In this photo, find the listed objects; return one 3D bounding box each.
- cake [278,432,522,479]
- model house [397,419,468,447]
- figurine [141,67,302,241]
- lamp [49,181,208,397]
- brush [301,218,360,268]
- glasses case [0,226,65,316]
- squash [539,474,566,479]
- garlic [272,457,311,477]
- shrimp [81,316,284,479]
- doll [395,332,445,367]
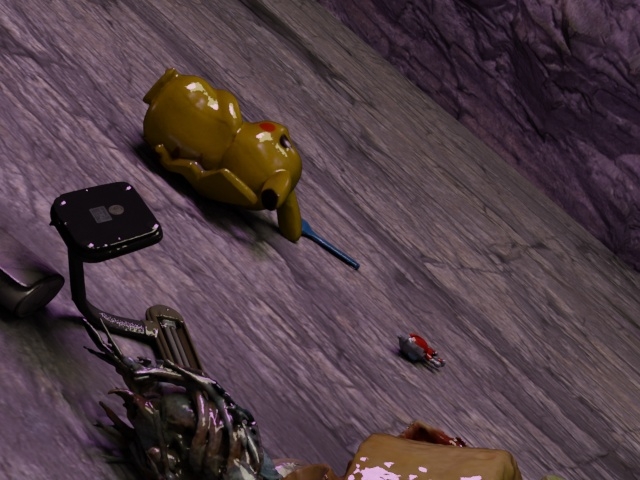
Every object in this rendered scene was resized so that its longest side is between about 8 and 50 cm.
[{"bbox_3d":[0.014,0.331,1.360,0.321,0.332,0.332,5,14,14],"label":"cake"},{"bbox_3d":[0.098,0.328,1.648,0.160,0.196,0.254,26,20,-18],"label":"model house"},{"bbox_3d":[-0.150,-0.144,2.414,0.327,0.169,0.218,29,-5,4],"label":"figurine"},{"bbox_3d":[-0.221,0.082,1.789,0.203,0.124,0.283,49,-19,42],"label":"lamp"},{"bbox_3d":[0.000,0.000,2.553,0.164,0.014,0.051,35,20,0],"label":"brush"},{"bbox_3d":[-0.451,-0.022,1.791,0.299,0.060,0.114,37,14,8],"label":"glasses case"},{"bbox_3d":[0.315,0.397,1.965,0.170,0.123,0.170,33,13,-9],"label":"squash"},{"bbox_3d":[-0.040,0.288,1.708,0.152,0.066,0.084,26,21,-24],"label":"garlic"},{"bbox_3d":[-0.134,0.204,1.603,0.372,0.172,0.137,44,26,5],"label":"shrimp"},{"bbox_3d":[0.153,0.171,2.356,0.114,0.039,0.057,29,45,-40],"label":"doll"}]
